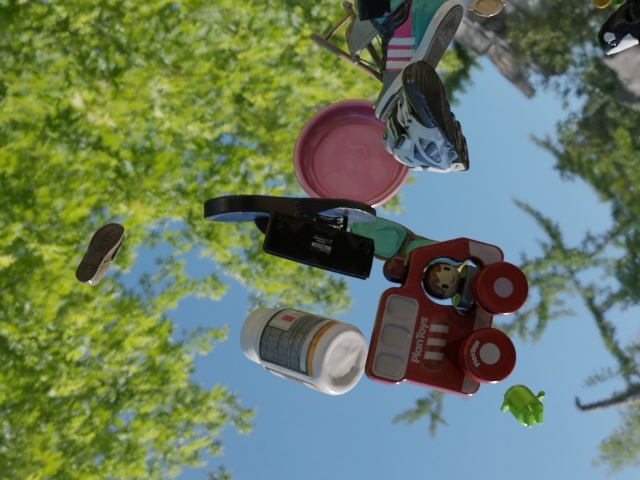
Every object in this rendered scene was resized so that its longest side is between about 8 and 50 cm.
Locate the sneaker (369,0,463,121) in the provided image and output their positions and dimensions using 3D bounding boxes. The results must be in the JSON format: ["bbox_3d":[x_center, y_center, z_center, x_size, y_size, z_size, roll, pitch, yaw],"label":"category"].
[{"bbox_3d":[0.157,-0.416,1.895,0.178,0.295,0.124,43,-152,22],"label":"sneaker"}]

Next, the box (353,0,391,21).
[{"bbox_3d":[0.093,-0.453,1.624,0.062,0.083,0.052,-10,-141,-4],"label":"box"}]

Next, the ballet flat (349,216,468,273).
[{"bbox_3d":[0.228,0.034,2.297,0.349,0.123,0.123,19,-164,34],"label":"ballet flat"}]

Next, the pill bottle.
[{"bbox_3d":[-0.044,0.239,2.003,0.278,0.162,0.162,12,-175,44],"label":"pill bottle"}]

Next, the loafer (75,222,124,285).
[{"bbox_3d":[-0.443,0.029,1.789,0.056,0.050,0.148,24,-117,12],"label":"loafer"}]

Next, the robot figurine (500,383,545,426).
[{"bbox_3d":[0.452,0.366,1.978,0.101,0.067,0.115,-15,-154,-9],"label":"robot figurine"}]

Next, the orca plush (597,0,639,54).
[{"bbox_3d":[0.681,-0.492,1.821,0.102,0.287,0.151,36,-122,-26],"label":"orca plush"}]

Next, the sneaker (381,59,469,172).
[{"bbox_3d":[0.173,-0.205,1.630,0.330,0.146,0.122,51,-145,-59],"label":"sneaker"}]

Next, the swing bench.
[{"bbox_3d":[0.149,-0.487,2.125,0.254,0.253,0.165,45,-114,-9],"label":"swing bench"}]

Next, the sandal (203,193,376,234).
[{"bbox_3d":[-0.062,-0.033,1.954,0.446,0.168,0.107,1,-98,-40],"label":"sandal"}]

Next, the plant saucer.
[{"bbox_3d":[0.092,-0.227,2.463,0.332,0.332,0.084,53,179,20],"label":"plant saucer"}]

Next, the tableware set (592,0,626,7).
[{"bbox_3d":[0.781,-0.702,2.493,0.154,0.104,0.024,9,180,18],"label":"tableware set"}]

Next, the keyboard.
[{"bbox_3d":[0.000,0.000,1.506,0.192,0.038,0.100,17,-102,-13],"label":"keyboard"}]

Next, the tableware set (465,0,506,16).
[{"bbox_3d":[0.364,-0.539,1.865,0.141,0.169,0.020,53,171,34],"label":"tableware set"}]

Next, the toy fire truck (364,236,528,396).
[{"bbox_3d":[0.228,0.136,1.651,0.254,0.169,0.302,14,-102,-7],"label":"toy fire truck"}]
